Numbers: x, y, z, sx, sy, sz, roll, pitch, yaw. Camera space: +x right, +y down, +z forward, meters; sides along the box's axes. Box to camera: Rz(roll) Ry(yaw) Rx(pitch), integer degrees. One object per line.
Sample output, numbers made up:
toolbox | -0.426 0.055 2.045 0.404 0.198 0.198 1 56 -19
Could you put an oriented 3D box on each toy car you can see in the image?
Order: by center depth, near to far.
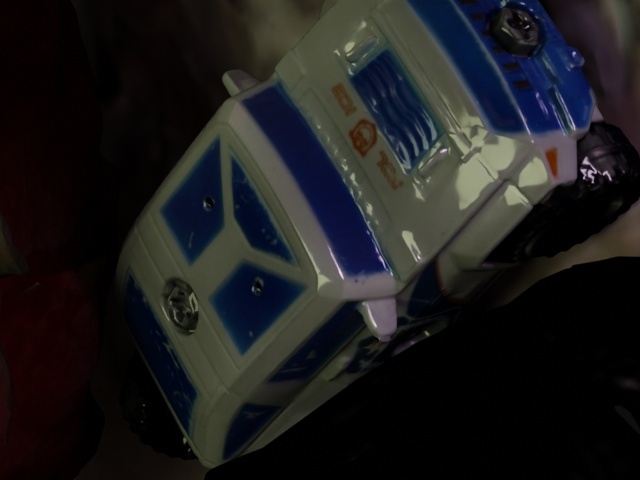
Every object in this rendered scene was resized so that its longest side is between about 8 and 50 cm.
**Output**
toy car | 0.000 0.000 0.481 0.171 0.070 0.080 -48 65 42

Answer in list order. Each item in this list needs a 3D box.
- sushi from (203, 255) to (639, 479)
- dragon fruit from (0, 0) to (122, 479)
sushi | 0.016 0.192 0.350 0.328 0.285 0.329 36 122 37
dragon fruit | -0.208 0.005 0.537 0.329 0.329 0.329 14 109 45
